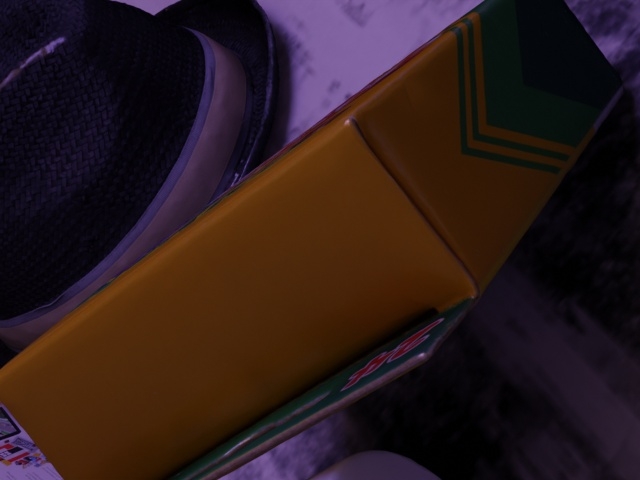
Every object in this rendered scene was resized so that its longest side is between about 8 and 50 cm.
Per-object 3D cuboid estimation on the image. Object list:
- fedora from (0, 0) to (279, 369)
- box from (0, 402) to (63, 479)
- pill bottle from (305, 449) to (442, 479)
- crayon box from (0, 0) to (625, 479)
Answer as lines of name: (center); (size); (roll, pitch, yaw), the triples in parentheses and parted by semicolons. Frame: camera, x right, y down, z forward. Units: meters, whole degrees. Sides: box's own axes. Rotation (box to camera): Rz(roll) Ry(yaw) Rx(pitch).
fedora: (-0.186, -0.060, 1.012); (0.334, 0.152, 0.334); (-31, 41, 32)
box: (-0.193, 0.152, 0.886); (0.114, 0.036, 0.207); (-19, 21, -28)
pill bottle: (-0.064, 0.208, 0.621); (0.301, 0.169, 0.169); (-37, 38, 27)
crayon box: (0.000, 0.000, 0.649); (0.202, 0.081, 0.318); (-34, 5, 28)
